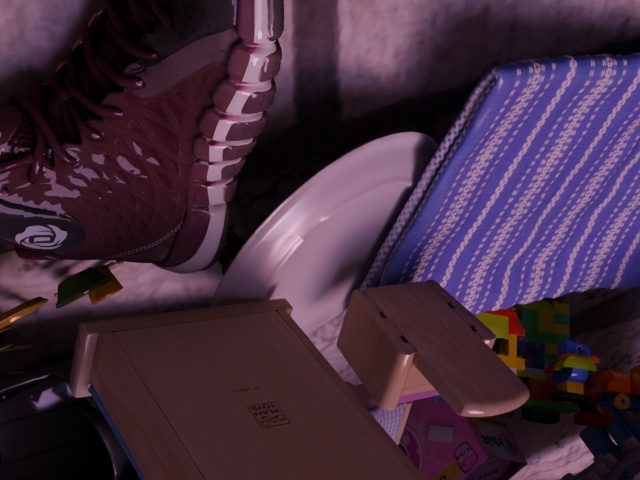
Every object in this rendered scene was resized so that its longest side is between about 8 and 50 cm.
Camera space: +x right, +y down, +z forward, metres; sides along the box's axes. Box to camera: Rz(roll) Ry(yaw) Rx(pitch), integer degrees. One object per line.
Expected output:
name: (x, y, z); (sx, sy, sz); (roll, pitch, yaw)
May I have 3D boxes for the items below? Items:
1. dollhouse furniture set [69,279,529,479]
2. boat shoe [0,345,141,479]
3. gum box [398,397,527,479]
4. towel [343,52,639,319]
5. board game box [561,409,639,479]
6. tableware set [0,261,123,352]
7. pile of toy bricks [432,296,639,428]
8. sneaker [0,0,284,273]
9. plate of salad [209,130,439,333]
dollhouse furniture set: (-0.026, 0.214, 0.702); (0.286, 0.198, 0.303); (-5, 126, -33)
boat shoe: (-0.168, 0.135, 0.765); (0.340, 0.113, 0.127); (-8, 104, -19)
gum box: (0.084, 0.213, 1.041); (0.062, 0.107, 0.188); (18, 124, -43)
towel: (0.192, -0.033, 0.831); (0.336, 0.040, 0.243); (-9, 139, -38)
board game box: (0.194, 0.254, 1.024); (0.390, 0.050, 0.390); (-33, 171, -8)
tableware set: (-0.192, 0.059, 0.718); (0.154, 0.024, 0.104); (-29, 180, 4)
pile of toy bricks: (0.192, 0.093, 0.979); (0.212, 0.105, 0.118); (11, 160, -19)
sneaker: (-0.119, -0.075, 0.592); (0.162, 0.106, 0.281); (-6, 138, -21)
plate of salad: (0.000, 0.000, 0.755); (0.200, 0.048, 0.200); (-34, 155, -18)
